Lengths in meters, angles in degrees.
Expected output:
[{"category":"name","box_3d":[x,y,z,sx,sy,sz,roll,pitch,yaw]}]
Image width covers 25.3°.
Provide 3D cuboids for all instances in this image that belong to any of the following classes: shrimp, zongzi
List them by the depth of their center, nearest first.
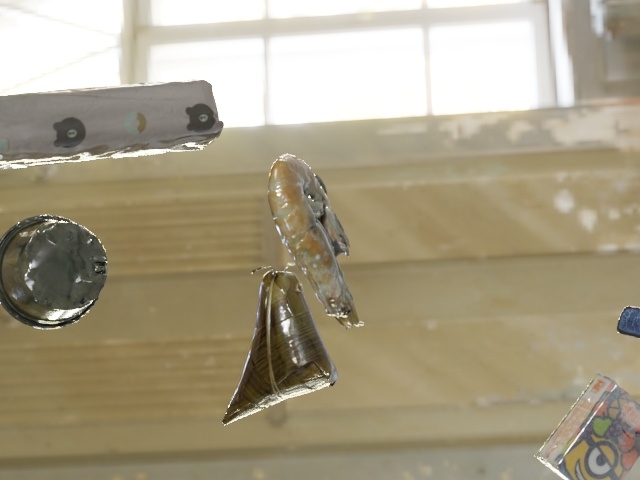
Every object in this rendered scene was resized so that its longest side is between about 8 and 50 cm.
[{"category":"shrimp","box_3d":[0.000,0.000,1.664,0.223,0.048,0.126,65,-153,-17]},{"category":"zongzi","box_3d":[-0.088,0.144,2.005,0.187,0.184,0.084,70,-164,13]}]

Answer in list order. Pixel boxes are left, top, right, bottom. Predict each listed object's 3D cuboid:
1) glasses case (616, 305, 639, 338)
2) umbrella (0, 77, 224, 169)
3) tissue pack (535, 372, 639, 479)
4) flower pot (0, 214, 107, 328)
[{"category":"glasses case","box_3d":[0.360,0.093,1.524,0.023,0.083,0.033,27,-101,-53]},{"category":"umbrella","box_3d":[-0.254,-0.105,1.325,0.073,0.337,0.067,66,151,30]},{"category":"tissue pack","box_3d":[0.382,0.273,1.950,0.148,0.109,0.060,-53,22,-8]},{"category":"flower pot","box_3d":[-0.353,0.040,1.906,0.107,0.157,0.157,171,97,-65]}]
